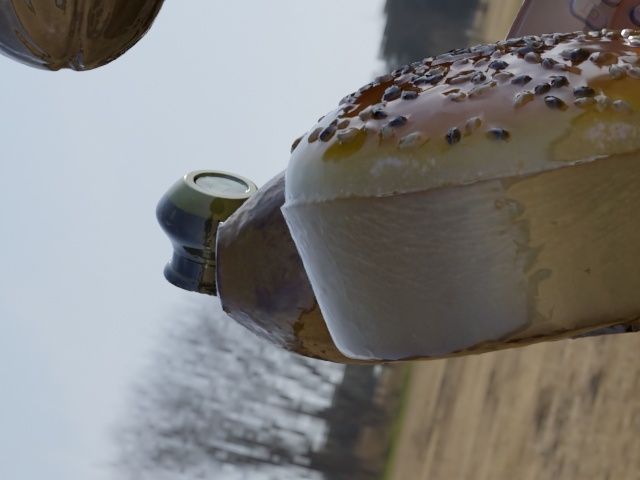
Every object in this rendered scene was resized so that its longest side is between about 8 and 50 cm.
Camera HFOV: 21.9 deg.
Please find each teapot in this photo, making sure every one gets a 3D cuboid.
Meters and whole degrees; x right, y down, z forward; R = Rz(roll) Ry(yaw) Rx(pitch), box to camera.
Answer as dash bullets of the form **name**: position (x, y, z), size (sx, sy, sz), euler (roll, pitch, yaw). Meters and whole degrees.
- **teapot**: position (-0.105, 0.000, 1.782), size (0.130, 0.165, 0.119), euler (-10, -60, -40)

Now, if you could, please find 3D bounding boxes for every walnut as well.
- **walnut**: position (-0.150, -0.177, 0.937), size (0.140, 0.140, 0.162), euler (101, 162, -57)

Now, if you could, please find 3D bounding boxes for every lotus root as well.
- **lotus root**: position (0.000, -0.001, 1.385), size (0.199, 0.179, 0.188), euler (-97, 0, -47)

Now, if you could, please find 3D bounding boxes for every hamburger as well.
- **hamburger**: position (0.121, -0.028, 0.949), size (0.300, 0.300, 0.176), euler (6, -104, -88)

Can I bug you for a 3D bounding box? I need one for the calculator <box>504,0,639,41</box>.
- **calculator**: position (0.261, -0.147, 1.273), size (0.330, 0.220, 0.048), euler (-55, 1, -19)
